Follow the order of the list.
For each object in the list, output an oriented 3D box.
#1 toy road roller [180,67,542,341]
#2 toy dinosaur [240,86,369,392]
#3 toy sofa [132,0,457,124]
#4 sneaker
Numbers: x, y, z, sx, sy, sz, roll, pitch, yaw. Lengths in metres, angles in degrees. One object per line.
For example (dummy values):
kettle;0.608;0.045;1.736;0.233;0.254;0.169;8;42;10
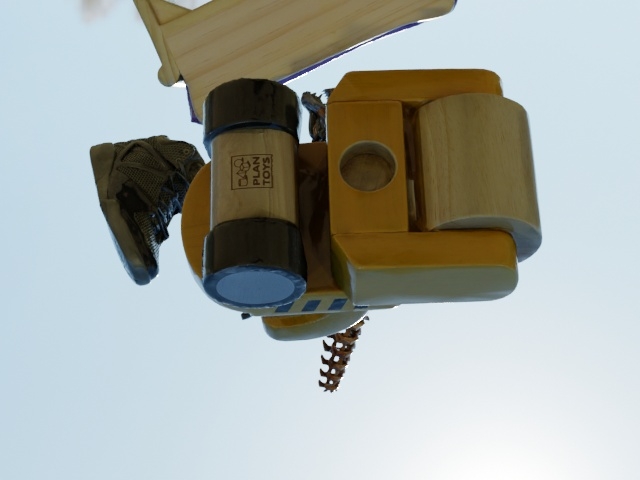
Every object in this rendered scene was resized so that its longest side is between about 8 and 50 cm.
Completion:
toy road roller;0.035;-0.018;1.742;0.330;0.240;0.202;-3;-116;2
toy dinosaur;0.000;0.000;2.020;0.218;0.321;0.164;-8;170;-22
toy sofa;-0.018;-0.275;2.149;0.363;0.177;0.150;-25;-179;11
sneaker;-0.182;-0.045;2.075;0.130;0.087;0.227;-16;-143;-1
